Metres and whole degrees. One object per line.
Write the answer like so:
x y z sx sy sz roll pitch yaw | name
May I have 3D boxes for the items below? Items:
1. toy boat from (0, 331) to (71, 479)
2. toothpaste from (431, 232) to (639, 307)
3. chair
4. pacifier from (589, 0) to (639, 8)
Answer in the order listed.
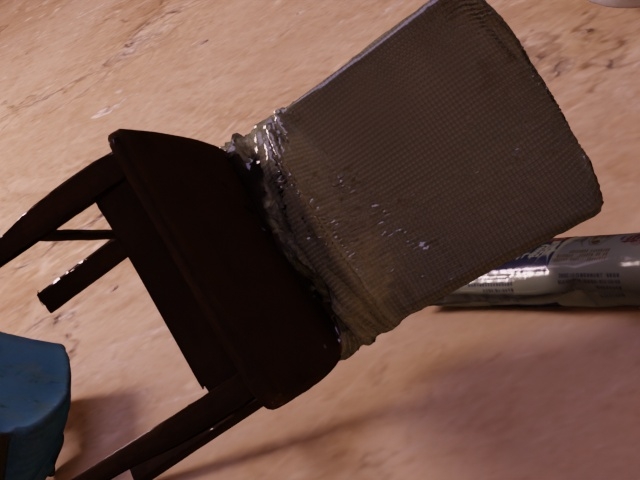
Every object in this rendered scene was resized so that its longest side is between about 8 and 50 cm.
-0.200 0.125 1.060 0.075 0.077 0.185 12 18 -10 | toy boat
0.134 0.017 0.917 0.060 0.038 0.233 -37 19 -29 | toothpaste
-0.028 0.005 0.879 0.319 0.160 0.186 -33 -9 17 | chair
0.228 -0.309 1.275 0.244 0.233 0.299 -22 23 11 | pacifier
